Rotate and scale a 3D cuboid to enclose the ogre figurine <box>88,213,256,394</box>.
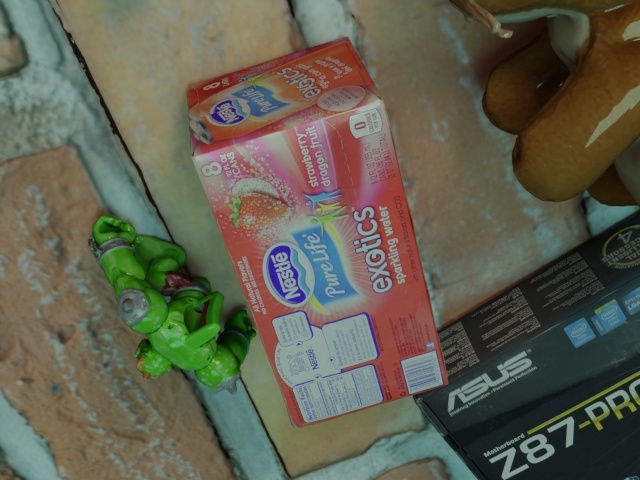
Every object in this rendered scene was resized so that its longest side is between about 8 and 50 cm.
[{"bbox_3d":[-0.130,0.065,0.793,0.097,0.118,0.197,-22,123,3],"label":"ogre figurine"}]

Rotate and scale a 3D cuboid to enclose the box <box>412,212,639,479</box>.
[{"bbox_3d":[0.334,0.145,0.949,0.395,0.097,0.318,-31,120,10],"label":"box"}]

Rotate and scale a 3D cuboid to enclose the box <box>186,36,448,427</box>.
[{"bbox_3d":[0.000,0.000,0.762,0.154,0.142,0.299,-18,124,0],"label":"box"}]

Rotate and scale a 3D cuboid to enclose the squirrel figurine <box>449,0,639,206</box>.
[{"bbox_3d":[0.280,-0.199,0.626,0.397,0.281,0.370,-33,108,25],"label":"squirrel figurine"}]
